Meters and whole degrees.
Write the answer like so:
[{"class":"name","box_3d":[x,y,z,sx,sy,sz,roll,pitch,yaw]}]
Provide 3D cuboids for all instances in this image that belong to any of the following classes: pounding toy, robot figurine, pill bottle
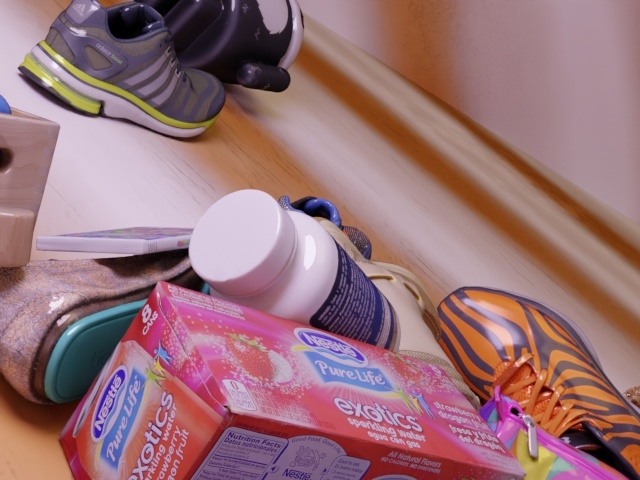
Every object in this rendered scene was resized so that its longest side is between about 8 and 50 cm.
[{"class":"pounding toy","box_3d":[-0.252,-0.056,0.731,0.206,0.094,0.181,20,8,28]},{"class":"robot figurine","box_3d":[-0.138,-0.317,1.634,0.173,0.209,0.278,3,0,30]},{"class":"pill bottle","box_3d":[-0.018,0.038,0.789,0.094,0.094,0.169,50,1,42]}]

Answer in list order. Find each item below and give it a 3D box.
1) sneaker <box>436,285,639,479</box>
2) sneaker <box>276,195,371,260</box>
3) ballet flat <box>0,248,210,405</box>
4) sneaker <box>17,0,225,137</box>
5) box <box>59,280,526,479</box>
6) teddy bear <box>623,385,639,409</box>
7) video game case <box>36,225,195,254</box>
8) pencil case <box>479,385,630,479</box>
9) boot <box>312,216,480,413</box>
[{"class":"sneaker","box_3d":[0.227,0.164,1.104,0.321,0.125,0.180,40,16,15]},{"class":"sneaker","box_3d":[0.000,0.000,1.184,0.083,0.087,0.221,42,18,21]},{"class":"ballet flat","box_3d":[-0.124,0.043,0.816,0.106,0.108,0.316,25,10,26]},{"class":"sneaker","box_3d":[-0.196,-0.199,1.295,0.111,0.121,0.300,43,18,24]},{"class":"box","box_3d":[-0.013,0.135,0.716,0.256,0.128,0.123,20,22,-39]},{"class":"teddy bear","box_3d":[0.444,0.270,1.301,0.245,0.113,0.338,24,26,-10]},{"class":"video game case","box_3d":[-0.127,-0.001,0.804,0.087,0.011,0.122,2,5,25]},{"class":"pencil case","box_3d":[0.214,0.225,0.958,0.236,0.104,0.104,34,17,-5]},{"class":"boot","box_3d":[0.073,0.103,1.011,0.203,0.095,0.262,55,8,35]}]
